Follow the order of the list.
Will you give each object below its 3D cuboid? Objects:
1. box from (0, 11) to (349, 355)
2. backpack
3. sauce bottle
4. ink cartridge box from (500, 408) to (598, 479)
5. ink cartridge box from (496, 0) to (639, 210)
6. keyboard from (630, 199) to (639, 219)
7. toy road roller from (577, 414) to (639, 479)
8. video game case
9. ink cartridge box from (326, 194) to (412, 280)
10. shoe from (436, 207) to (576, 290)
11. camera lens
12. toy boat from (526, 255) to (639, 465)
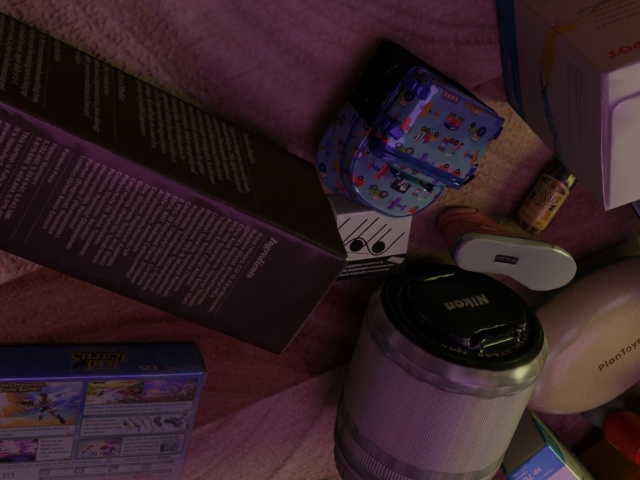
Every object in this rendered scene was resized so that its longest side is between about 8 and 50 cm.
[{"bbox_3d":[-0.176,-0.054,0.980,0.381,0.191,0.143,23,115,-24],"label":"box"},{"bbox_3d":[0.088,-0.100,1.113,0.158,0.117,0.173,26,107,-35],"label":"backpack"},{"bbox_3d":[0.285,-0.067,1.274,0.042,0.042,0.128,14,117,-29],"label":"sauce bottle"},{"bbox_3d":[0.335,0.341,1.492,0.082,0.140,0.191,-39,105,9],"label":"ink cartridge box"},{"bbox_3d":[0.310,-0.179,1.073,0.171,0.233,0.168,-19,130,-6],"label":"ink cartridge box"},{"bbox_3d":[0.509,-0.011,1.326,0.317,0.033,0.201,51,59,-19],"label":"keyboard"},{"bbox_3d":[0.562,0.371,1.538,0.202,0.241,0.329,16,137,-30],"label":"toy road roller"},{"bbox_3d":[-0.293,0.235,1.261,0.269,0.061,0.244,2,126,-23],"label":"video game case"},{"bbox_3d":[0.000,0.000,1.209,0.207,0.046,0.097,-7,126,-16],"label":"ink cartridge box"},{"bbox_3d":[0.227,0.006,1.278,0.178,0.081,0.063,12,120,-25],"label":"shoe"},{"bbox_3d":[0.142,0.183,1.288,0.219,0.219,0.274,1,125,-22],"label":"camera lens"},{"bbox_3d":[0.379,0.173,1.441,0.267,0.148,0.318,-30,123,-4],"label":"toy boat"}]
